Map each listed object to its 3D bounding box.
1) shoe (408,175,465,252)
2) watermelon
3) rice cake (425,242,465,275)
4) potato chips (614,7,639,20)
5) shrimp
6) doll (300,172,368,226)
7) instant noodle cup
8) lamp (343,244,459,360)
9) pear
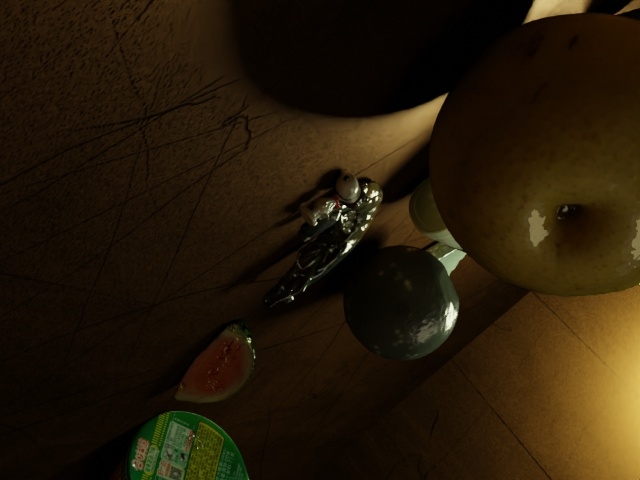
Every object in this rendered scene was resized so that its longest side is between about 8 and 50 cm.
[{"bbox_3d":[0.307,-0.109,1.682,0.363,0.132,0.160,-40,144,11],"label":"shoe"},{"bbox_3d":[-0.132,0.182,1.647,0.087,0.069,0.163,-20,153,-55],"label":"watermelon"},{"bbox_3d":[0.212,0.048,2.162,0.198,0.037,0.189,-25,159,-45],"label":"rice cake"},{"bbox_3d":[0.474,-0.346,1.609,0.228,0.059,0.167,-41,175,7],"label":"potato chips"},{"bbox_3d":[0.000,0.000,1.489,0.217,0.051,0.150,-45,163,-9],"label":"shrimp"},{"bbox_3d":[0.019,-0.047,1.401,0.085,0.040,0.058,-45,153,3],"label":"doll"},{"bbox_3d":[-0.253,0.407,1.793,0.207,0.207,0.232,-24,165,-46],"label":"instant noodle cup"},{"bbox_3d":[0.142,0.107,1.872,0.182,0.182,0.314,-41,165,5],"label":"lamp"},{"bbox_3d":[0.301,-0.102,1.357,0.348,0.348,0.348,-37,165,-11],"label":"pear"}]
